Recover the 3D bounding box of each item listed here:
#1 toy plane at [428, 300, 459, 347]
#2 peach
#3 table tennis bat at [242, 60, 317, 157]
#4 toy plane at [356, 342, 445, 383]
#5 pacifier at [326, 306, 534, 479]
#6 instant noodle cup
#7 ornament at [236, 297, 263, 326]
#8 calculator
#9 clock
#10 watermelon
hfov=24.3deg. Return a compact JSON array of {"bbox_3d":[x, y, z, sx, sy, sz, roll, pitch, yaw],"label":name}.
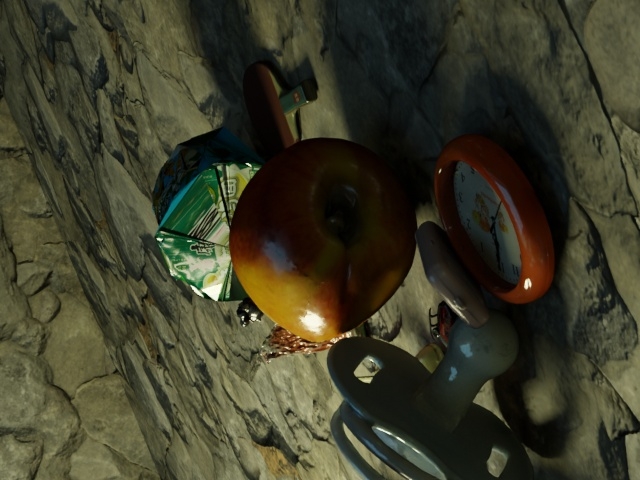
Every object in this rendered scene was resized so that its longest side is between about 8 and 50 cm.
[{"bbox_3d":[0.174,0.127,1.902,0.060,0.037,0.145,23,127,48],"label":"toy plane"},{"bbox_3d":[0.000,0.000,1.902,0.281,0.238,0.281,-177,90,-77],"label":"peach"},{"bbox_3d":[-0.060,-0.195,2.171,0.154,0.021,0.274,69,160,-3],"label":"table tennis bat"},{"bbox_3d":[0.132,0.234,2.032,0.242,0.104,0.256,37,153,28],"label":"toy plane"},{"bbox_3d":[0.155,0.183,1.789,0.299,0.244,0.233,34,108,5],"label":"pacifier"},{"bbox_3d":[-0.153,-0.044,2.281,0.178,0.240,0.240,-130,26,-59],"label":"instant noodle cup"},{"bbox_3d":[-0.024,0.068,2.103,0.088,0.203,0.081,42,139,52],"label":"ornament"},{"bbox_3d":[0.155,0.040,1.754,0.100,0.032,0.175,47,-166,-20],"label":"calculator"},{"bbox_3d":[0.197,-0.024,1.677,0.205,0.051,0.205,53,157,34],"label":"clock"},{"bbox_3d":[-0.014,0.110,2.219,0.121,0.158,0.098,-94,0,-51],"label":"watermelon"}]
